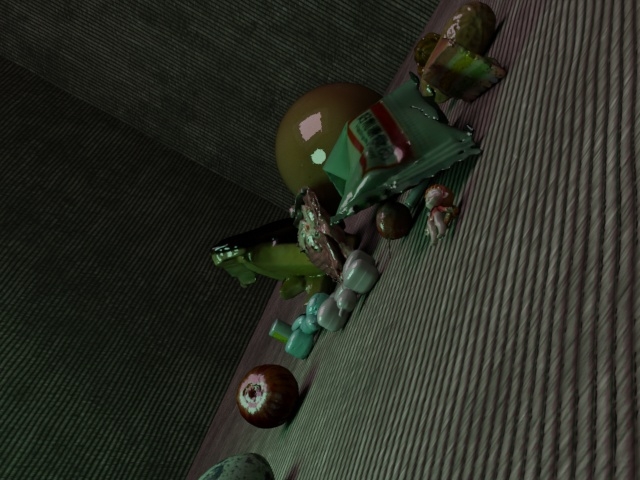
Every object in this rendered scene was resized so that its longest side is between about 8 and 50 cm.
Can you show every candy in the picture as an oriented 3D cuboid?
[{"bbox_3d":[0.125,-0.137,1.437,0.263,0.172,0.398,-37,18,10],"label":"candy"}]

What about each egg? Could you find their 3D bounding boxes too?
[{"bbox_3d":[-0.138,0.411,1.327,0.172,0.132,0.132,-55,2,-24],"label":"egg"},{"bbox_3d":[0.049,-0.210,1.934,0.301,0.301,0.374,-62,14,-8],"label":"egg"}]

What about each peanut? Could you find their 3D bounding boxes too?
[{"bbox_3d":[0.276,-0.380,1.726,0.226,0.095,0.108,-60,1,27],"label":"peanut"}]

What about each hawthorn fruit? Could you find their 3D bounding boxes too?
[{"bbox_3d":[0.124,-0.019,1.489,0.067,0.067,0.103,145,140,-80],"label":"hawthorn fruit"}]

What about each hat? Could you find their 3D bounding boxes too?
[{"bbox_3d":[0.000,0.000,1.843,0.107,0.236,0.286,-21,1,-4],"label":"hat"}]

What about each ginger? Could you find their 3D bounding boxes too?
[{"bbox_3d":[-0.097,0.066,2.140,0.358,0.211,0.413,-17,7,-22],"label":"ginger"}]

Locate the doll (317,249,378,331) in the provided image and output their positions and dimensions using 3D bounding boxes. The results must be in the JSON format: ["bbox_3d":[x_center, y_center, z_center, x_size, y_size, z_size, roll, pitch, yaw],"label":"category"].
[{"bbox_3d":[0.050,0.099,1.593,0.160,0.059,0.161,-60,5,7],"label":"doll"}]

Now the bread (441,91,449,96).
[{"bbox_3d":[0.256,-0.313,1.633,0.053,0.085,0.085,-43,18,56],"label":"bread"}]

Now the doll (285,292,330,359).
[{"bbox_3d":[-0.020,0.180,1.863,0.158,0.059,0.159,-60,3,19],"label":"doll"}]

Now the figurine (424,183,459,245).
[{"bbox_3d":[0.167,-0.033,1.185,0.064,0.047,0.109,-48,21,39],"label":"figurine"}]

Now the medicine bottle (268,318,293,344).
[{"bbox_3d":[-0.082,0.230,2.078,0.047,0.083,0.047,-60,4,8],"label":"medicine bottle"}]

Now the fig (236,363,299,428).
[{"bbox_3d":[-0.101,0.314,1.659,0.128,0.128,0.150,-66,-22,-43],"label":"fig"}]

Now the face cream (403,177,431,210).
[{"bbox_3d":[0.182,-0.098,1.545,0.115,0.020,0.038,-59,7,4],"label":"face cream"}]

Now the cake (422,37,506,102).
[{"bbox_3d":[0.244,-0.295,1.477,0.090,0.109,0.225,-60,4,11],"label":"cake"}]

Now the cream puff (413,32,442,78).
[{"bbox_3d":[0.271,-0.431,1.979,0.146,0.116,0.146,-63,7,14],"label":"cream puff"}]
